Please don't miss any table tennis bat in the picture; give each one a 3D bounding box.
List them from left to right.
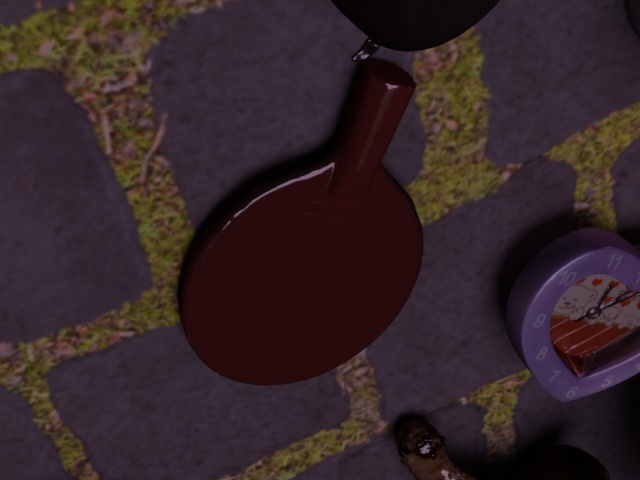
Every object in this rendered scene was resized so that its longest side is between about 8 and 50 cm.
[{"bbox_3d":[0.000,0.000,1.038,0.200,0.038,0.310,5,125,-27],"label":"table tennis bat"}]

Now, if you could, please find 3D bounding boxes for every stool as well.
[{"bbox_3d":[0.075,-0.215,0.843,0.217,0.125,0.121,-46,129,4],"label":"stool"}]

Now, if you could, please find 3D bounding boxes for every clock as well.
[{"bbox_3d":[0.243,0.063,1.179,0.198,0.064,0.172,8,123,-29],"label":"clock"}]

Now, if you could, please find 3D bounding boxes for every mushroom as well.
[{"bbox_3d":[0.138,0.254,1.268,0.217,0.148,0.227,35,99,-21],"label":"mushroom"}]

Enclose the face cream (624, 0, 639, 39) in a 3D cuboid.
[{"bbox_3d":[0.340,-0.157,0.954,0.175,0.195,0.175,-13,133,-15],"label":"face cream"}]
